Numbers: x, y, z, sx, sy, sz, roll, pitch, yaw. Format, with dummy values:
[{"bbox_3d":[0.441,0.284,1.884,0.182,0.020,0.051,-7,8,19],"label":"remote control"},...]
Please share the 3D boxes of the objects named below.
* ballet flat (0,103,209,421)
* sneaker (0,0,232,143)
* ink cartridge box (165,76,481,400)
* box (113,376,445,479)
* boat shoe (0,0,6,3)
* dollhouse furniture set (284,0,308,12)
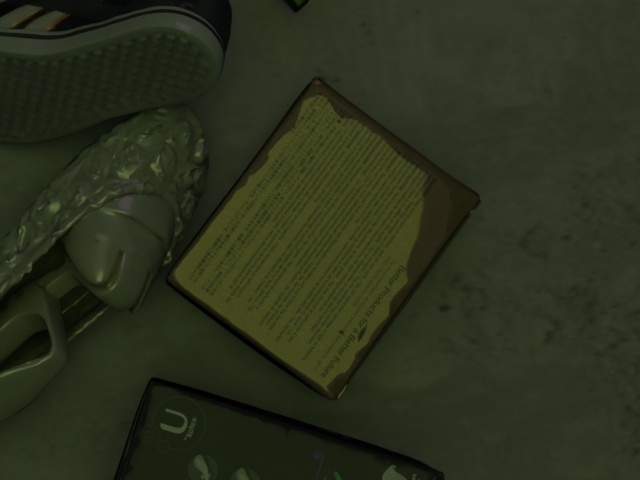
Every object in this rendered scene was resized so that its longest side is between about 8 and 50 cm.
[{"bbox_3d":[-0.233,0.055,1.547,0.409,0.147,0.147,-43,91,-2],"label":"ballet flat"},{"bbox_3d":[-0.222,-0.175,1.567,0.321,0.126,0.127,-6,46,21],"label":"sneaker"},{"bbox_3d":[0.000,0.000,1.606,0.193,0.088,0.235,37,83,-4],"label":"ink cartridge box"},{"bbox_3d":[-0.046,0.227,1.546,0.270,0.165,0.143,18,85,-5],"label":"box"},{"bbox_3d":[-0.370,-0.323,1.555,0.367,0.156,0.136,30,84,-3],"label":"boat shoe"},{"bbox_3d":[0.015,-0.284,1.634,0.151,0.076,0.058,-41,92,-6],"label":"dollhouse furniture set"}]
